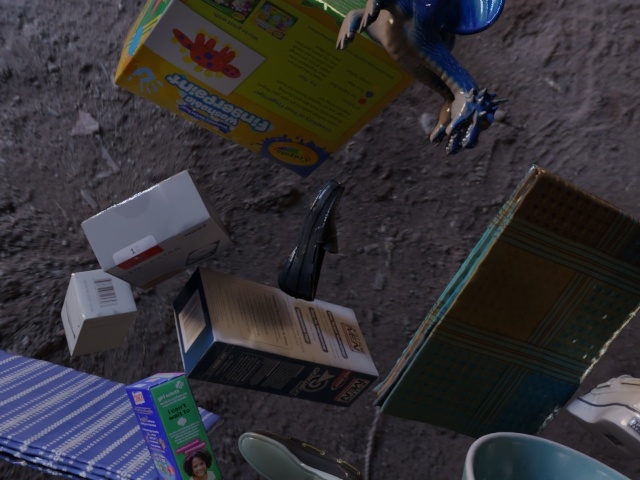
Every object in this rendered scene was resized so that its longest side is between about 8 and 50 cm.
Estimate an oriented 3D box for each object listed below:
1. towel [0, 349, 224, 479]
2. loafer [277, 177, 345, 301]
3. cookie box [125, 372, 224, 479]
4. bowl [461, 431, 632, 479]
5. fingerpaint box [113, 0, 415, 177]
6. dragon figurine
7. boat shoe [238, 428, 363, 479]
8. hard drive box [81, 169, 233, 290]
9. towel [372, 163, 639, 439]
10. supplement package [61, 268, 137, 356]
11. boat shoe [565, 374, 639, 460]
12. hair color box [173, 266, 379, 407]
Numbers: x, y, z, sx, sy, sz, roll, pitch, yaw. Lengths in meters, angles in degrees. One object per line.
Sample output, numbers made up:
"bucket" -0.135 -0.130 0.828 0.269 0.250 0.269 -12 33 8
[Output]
"towel" -0.305 0.206 0.888 0.336 0.243 0.040 14 98 8
"loafer" 0.000 0.000 1.350 0.078 0.076 0.223 23 90 13
"cookie box" -0.141 0.183 0.730 0.040 0.092 0.107 -21 91 -29
"bowl" 0.241 0.341 0.712 0.311 0.311 0.163 22 105 -13
"fingerpaint box" -0.098 -0.357 1.437 0.444 0.371 0.163 24 47 -28
"dragon figurine" 0.103 -0.216 0.668 0.144 0.085 0.289 15 74 -20
"boat shoe" -0.034 0.389 1.329 0.227 0.069 0.081 27 119 9
"hard drive box" -0.255 -0.009 1.241 0.181 0.232 0.089 -27 79 -2
"towel" 0.267 0.106 0.985 0.271 0.040 0.370 22 111 -24
"supplement package" -0.445 0.143 1.521 0.105 0.179 0.105 -9 63 -31
"boat shoe" 0.382 0.212 0.956 0.096 0.267 0.088 41 85 16
"hair color box" -0.078 0.178 1.357 0.347 0.174 0.105 18 124 -33
